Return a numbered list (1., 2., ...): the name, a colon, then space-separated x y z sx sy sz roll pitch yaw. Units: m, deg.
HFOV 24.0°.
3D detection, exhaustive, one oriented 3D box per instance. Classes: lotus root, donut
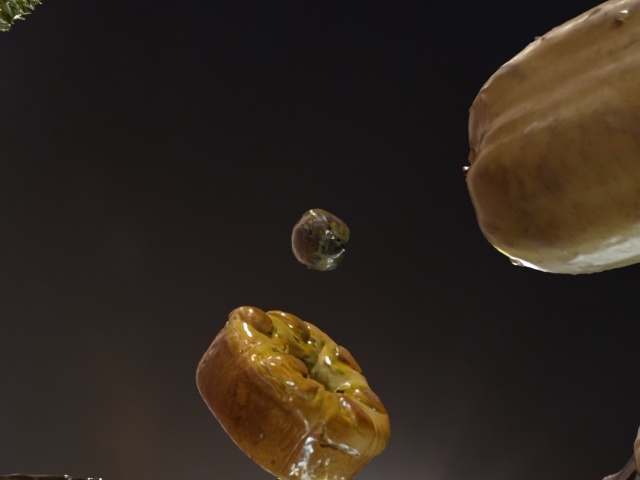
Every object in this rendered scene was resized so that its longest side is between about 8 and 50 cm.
1. lotus root: 0.229 -0.080 0.958 0.343 0.151 0.169 -22 -128 46
2. donut: -0.029 0.172 1.649 0.226 0.114 0.226 38 13 -11
3. lotus root: 0.000 0.000 1.343 0.099 0.049 0.054 -157 -98 -77

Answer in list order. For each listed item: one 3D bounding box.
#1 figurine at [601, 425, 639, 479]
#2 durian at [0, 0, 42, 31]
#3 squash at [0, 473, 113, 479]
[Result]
1. figurine: 0.313 0.269 1.436 0.204 0.332 0.185 55 21 -24
2. durian: -0.362 -0.282 1.737 0.119 0.187 0.108 26 -61 20
3. squash: -0.154 0.221 1.115 0.237 0.204 0.155 -34 -103 39
